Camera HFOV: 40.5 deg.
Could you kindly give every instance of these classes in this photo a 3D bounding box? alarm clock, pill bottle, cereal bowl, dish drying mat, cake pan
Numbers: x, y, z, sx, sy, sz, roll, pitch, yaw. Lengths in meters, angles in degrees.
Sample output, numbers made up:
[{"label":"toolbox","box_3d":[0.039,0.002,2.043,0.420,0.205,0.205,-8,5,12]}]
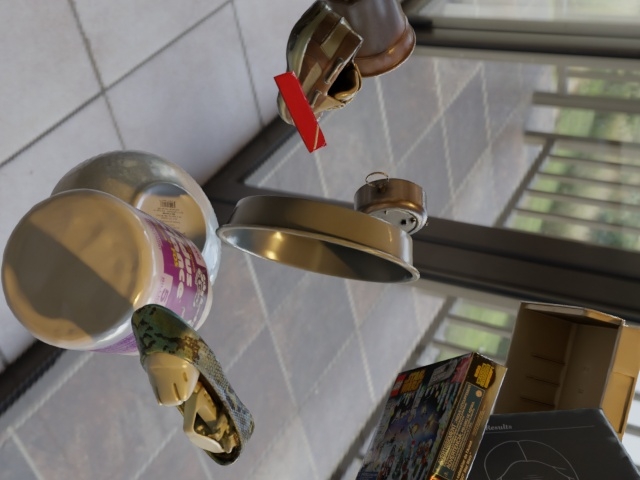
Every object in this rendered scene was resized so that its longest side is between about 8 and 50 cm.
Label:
[{"label":"alarm clock","box_3d":[0.117,-0.062,1.518,0.192,0.129,0.064,60,28,-53]},{"label":"pill bottle","box_3d":[-0.227,0.050,1.021,0.301,0.169,0.169,46,59,-77]},{"label":"cereal bowl","box_3d":[-0.307,-0.009,1.546,0.339,0.141,0.338,16,66,-41]},{"label":"dish drying mat","box_3d":[-0.019,-0.129,0.871,0.032,0.008,0.083,-31,99,-47]},{"label":"cake pan","box_3d":[0.000,0.000,1.226,0.293,0.293,0.054,29,70,-57]}]

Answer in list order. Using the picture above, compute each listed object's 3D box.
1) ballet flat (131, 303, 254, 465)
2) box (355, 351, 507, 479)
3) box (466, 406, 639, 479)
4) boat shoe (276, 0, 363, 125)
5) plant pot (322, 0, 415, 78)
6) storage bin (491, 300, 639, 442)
[{"label":"ballet flat","box_3d":[-0.117,0.140,0.798,0.070,0.070,0.188,-56,128,-32]},{"label":"box","box_3d":[0.070,0.130,0.590,0.094,0.027,0.137,-64,-172,-20]},{"label":"box","box_3d":[0.278,0.425,1.104,0.395,0.294,0.211,-103,-166,-57]},{"label":"boat shoe","box_3d":[0.005,-0.273,1.492,0.122,0.120,0.324,-56,173,-18]},{"label":"plant pot","box_3d":[0.076,-0.411,1.574,0.167,0.167,0.165,-62,150,-25]},{"label":"storage bin","box_3d":[0.413,0.249,1.468,0.260,0.123,0.262,171,-65,-79]}]
